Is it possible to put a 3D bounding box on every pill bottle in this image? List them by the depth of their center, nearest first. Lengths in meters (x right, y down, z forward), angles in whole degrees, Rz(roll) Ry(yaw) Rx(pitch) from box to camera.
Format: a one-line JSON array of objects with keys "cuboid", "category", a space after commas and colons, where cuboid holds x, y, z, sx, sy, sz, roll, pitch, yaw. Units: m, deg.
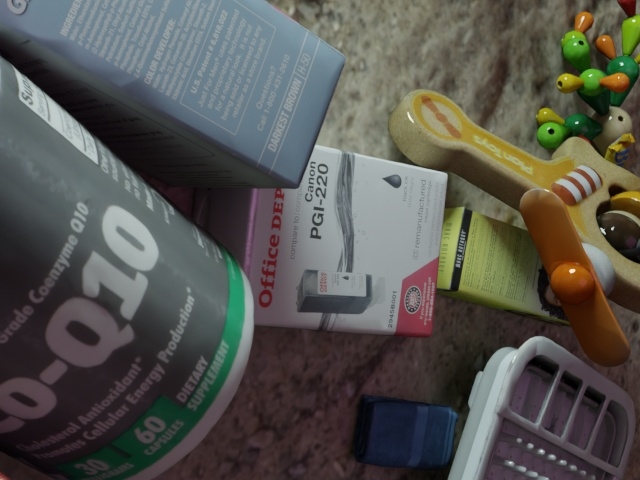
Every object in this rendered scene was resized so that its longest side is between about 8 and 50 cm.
[{"cuboid": [-0.219, -0.002, 0.609, 0.361, 0.204, 0.204, 43, 67, -42], "category": "pill bottle"}]

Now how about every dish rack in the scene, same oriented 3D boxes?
[{"cuboid": [0.207, 0.282, 1.045, 0.285, 0.072, 0.333, 32, 73, -44], "category": "dish rack"}]

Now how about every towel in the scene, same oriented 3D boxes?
[{"cuboid": [0.084, 0.192, 0.992, 0.119, 0.029, 0.067, 14, 84, -38], "category": "towel"}]

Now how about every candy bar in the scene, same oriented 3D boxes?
[{"cuboid": [0.324, -0.052, 1.134, 0.040, 0.018, 0.162, -31, 142, -30], "category": "candy bar"}]

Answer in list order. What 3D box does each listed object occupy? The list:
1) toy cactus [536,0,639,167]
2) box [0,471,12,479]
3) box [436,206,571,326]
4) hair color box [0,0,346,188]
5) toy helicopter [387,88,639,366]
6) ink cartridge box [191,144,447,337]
[{"cuboid": [0.325, -0.159, 1.129, 0.219, 0.112, 0.180, -58, 132, -30], "category": "toy cactus"}, {"cuboid": [-0.220, 0.216, 0.622, 0.128, 0.122, 0.257, -54, 162, -23], "category": "box"}, {"cuboid": [0.204, 0.032, 1.059, 0.232, 0.058, 0.087, 15, 82, -36], "category": "box"}, {"cuboid": [-0.186, -0.160, 0.674, 0.374, 0.185, 0.114, 27, 77, -35], "category": "hair color box"}, {"cuboid": [0.221, -0.030, 0.981, 0.355, 0.140, 0.235, 28, 47, -8], "category": "toy helicopter"}, {"cuboid": [0.000, 0.000, 0.883, 0.217, 0.092, 0.159, 8, 87, -35], "category": "ink cartridge box"}]
